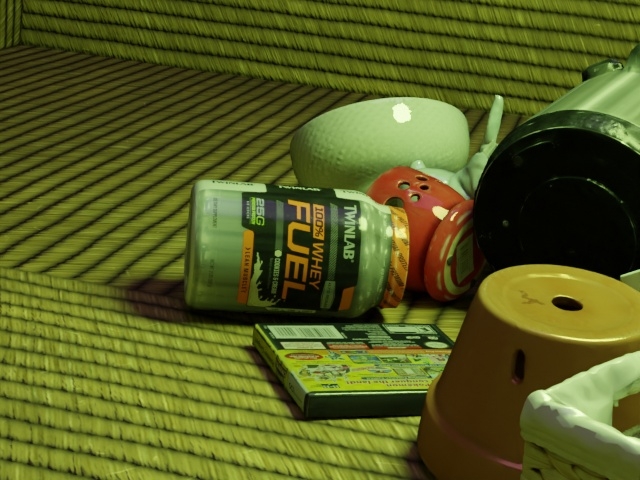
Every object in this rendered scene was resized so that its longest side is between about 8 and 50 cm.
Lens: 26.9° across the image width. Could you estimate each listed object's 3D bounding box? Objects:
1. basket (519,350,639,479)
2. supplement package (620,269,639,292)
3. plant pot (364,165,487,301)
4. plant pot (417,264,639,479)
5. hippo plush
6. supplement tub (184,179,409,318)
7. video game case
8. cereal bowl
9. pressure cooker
[{"bbox_3d":[0.372,0.266,1.122,0.331,0.267,0.328,19,21,40],"label":"basket"},{"bbox_3d":[0.571,0.106,1.748,0.262,0.199,0.198,-6,-11,-35],"label":"supplement package"},{"bbox_3d":[0.170,-0.006,2.130,0.174,0.191,0.191,22,22,33],"label":"plant pot"},{"bbox_3d":[0.265,0.158,1.511,0.290,0.204,0.291,5,23,-2],"label":"plant pot"},{"bbox_3d":[0.241,-0.045,2.282,0.236,0.294,0.234,-10,46,29],"label":"hippo plush"},{"bbox_3d":[-0.038,0.015,1.968,0.315,0.194,0.193,3,16,-8],"label":"supplement tub"},{"bbox_3d":[0.073,0.167,1.771,0.274,0.035,0.248,1,16,-19],"label":"video game case"},{"bbox_3d":[0.117,-0.134,2.497,0.338,0.141,0.339,-7,-20,-3],"label":"cereal bowl"},{"bbox_3d":[0.474,-0.082,2.079,0.370,0.375,0.420,-38,-3,38],"label":"pressure cooker"}]
